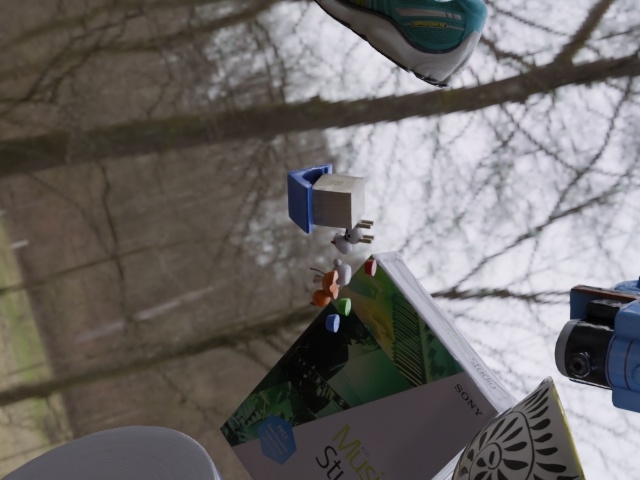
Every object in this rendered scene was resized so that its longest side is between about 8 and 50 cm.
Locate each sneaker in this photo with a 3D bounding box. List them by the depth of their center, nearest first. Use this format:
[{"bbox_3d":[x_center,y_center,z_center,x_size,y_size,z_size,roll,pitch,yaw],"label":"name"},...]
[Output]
[{"bbox_3d":[0.079,-0.261,1.341,0.275,0.107,0.110,42,-76,39],"label":"sneaker"}]

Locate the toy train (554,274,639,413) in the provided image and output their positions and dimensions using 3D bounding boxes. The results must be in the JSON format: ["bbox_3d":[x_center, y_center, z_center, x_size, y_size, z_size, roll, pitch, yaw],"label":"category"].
[{"bbox_3d":[0.224,0.069,0.730,0.184,0.105,0.080,10,-74,37],"label":"toy train"}]

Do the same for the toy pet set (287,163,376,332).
[{"bbox_3d":[0.000,0.000,1.078,0.122,0.065,0.114,-51,143,-59],"label":"toy pet set"}]

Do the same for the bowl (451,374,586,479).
[{"bbox_3d":[0.101,0.159,0.617,0.170,0.080,0.170,-16,90,-82],"label":"bowl"}]

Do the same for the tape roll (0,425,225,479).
[{"bbox_3d":[-0.138,0.202,0.678,0.072,0.219,0.219,63,-9,-25],"label":"tape roll"}]

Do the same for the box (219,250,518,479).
[{"bbox_3d":[0.045,0.204,1.416,0.322,0.058,0.232,-50,-115,25],"label":"box"}]
